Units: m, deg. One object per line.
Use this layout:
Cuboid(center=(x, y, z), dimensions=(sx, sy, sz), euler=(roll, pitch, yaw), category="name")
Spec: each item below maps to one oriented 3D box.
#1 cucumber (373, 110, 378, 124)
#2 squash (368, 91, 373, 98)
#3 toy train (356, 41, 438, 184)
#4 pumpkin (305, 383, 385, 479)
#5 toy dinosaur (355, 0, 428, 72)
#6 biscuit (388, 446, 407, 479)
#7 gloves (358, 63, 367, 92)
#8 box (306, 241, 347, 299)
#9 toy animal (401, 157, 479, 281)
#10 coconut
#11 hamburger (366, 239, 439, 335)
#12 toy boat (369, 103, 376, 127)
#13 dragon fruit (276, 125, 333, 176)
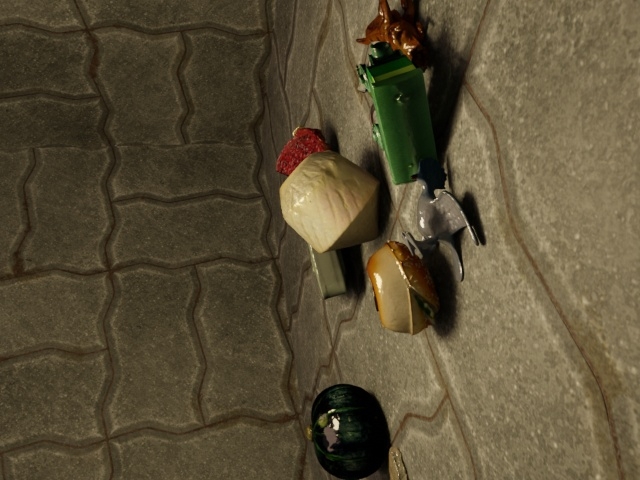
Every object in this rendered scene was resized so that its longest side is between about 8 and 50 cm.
Cuboid(center=(0.180, -0.345, 1.533), dimensions=(0.112, 0.064, 0.064), euler=(123, 141, -67), category="cucumber")
Cuboid(center=(0.177, -0.415, 1.516), dimensions=(0.252, 0.066, 0.066), euler=(-167, 74, -79), category="squash")
Cuboid(center=(0.173, -0.286, 1.308), dimensions=(0.202, 0.120, 0.301), euler=(-105, -4, -49), category="toy train")
Cuboid(center=(0.073, 0.614, 1.887), dimensions=(0.315, 0.238, 0.315), euler=(173, 90, -81), category="pumpkin")
Cuboid(center=(0.179, -0.536, 1.419), dimensions=(0.432, 0.097, 0.208), euler=(-114, 17, -55), category="toy dinosaur")
Cuboid(center=(0.234, 0.726, 1.661), dimensions=(0.250, 0.032, 0.133), euler=(-110, 21, -49), category="biscuit")
Cuboid(center=(0.135, -0.491, 1.776), dimensions=(0.064, 0.026, 0.086), euler=(-133, 46, -68), category="gloves")
Cuboid(center=(0.001, 0.000, 2.068), dimensions=(0.396, 0.111, 0.397), euler=(131, 125, -88), category="box")
Cuboid(center=(0.257, -0.042, 1.260), dimensions=(0.255, 0.176, 0.239), euler=(52, 171, -3), category="toy animal")
Cuboid(center=(0.045, -0.105, 1.740), dimensions=(0.329, 0.328, 0.329), euler=(176, 90, -77), category="coconut")
Cuboid(center=(0.192, 0.109, 1.377), dimensions=(0.237, 0.147, 0.237), euler=(-15, -90, -87), category="hamburger")
Cuboid(center=(0.171, -0.352, 1.638), dimensions=(0.122, 0.034, 0.096), euler=(152, 108, -74), category="toy boat")
Cuboid(center=(-0.013, -0.321, 2.222), dimensions=(0.317, 0.152, 0.205), euler=(28, 115, 47), category="dragon fruit")
